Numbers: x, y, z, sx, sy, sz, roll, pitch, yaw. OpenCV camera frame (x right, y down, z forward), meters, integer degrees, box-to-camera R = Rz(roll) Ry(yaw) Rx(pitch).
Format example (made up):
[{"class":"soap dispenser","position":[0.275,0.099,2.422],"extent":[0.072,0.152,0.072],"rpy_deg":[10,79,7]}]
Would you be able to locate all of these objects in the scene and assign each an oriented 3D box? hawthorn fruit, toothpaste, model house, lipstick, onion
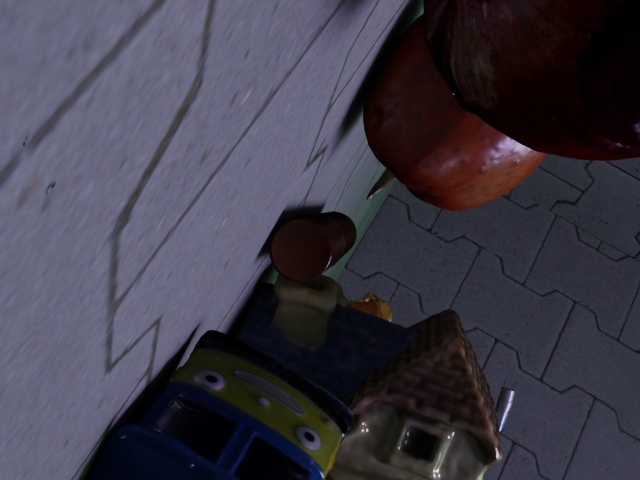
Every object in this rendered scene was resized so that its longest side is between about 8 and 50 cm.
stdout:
[{"class":"hawthorn fruit","position":[0.117,-0.106,0.881],"extent":[0.200,0.179,0.179],"rpy_deg":[-47,179,13]},{"class":"toothpaste","position":[0.180,0.191,0.990],"extent":[0.024,0.015,0.083],"rpy_deg":[11,94,-79]},{"class":"model house","position":[0.019,0.185,0.928],"extent":[0.261,0.321,0.266],"rpy_deg":[-56,164,-78]},{"class":"lipstick","position":[0.000,0.000,0.973],"extent":[0.057,0.057,0.356],"rpy_deg":[-60,176,4]},{"class":"onion","position":[0.133,-0.155,0.506],"extent":[0.252,0.219,0.252],"rpy_deg":[172,-90,-70]}]

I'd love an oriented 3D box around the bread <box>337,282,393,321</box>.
[{"class":"bread","position":[-0.037,0.210,1.452],"extent":[0.344,0.149,0.195],"rpy_deg":[-59,-172,-29]}]

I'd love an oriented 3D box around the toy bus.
[{"class":"toy bus","position":[-0.106,0.226,0.694],"extent":[0.288,0.138,0.175],"rpy_deg":[-61,177,24]}]
